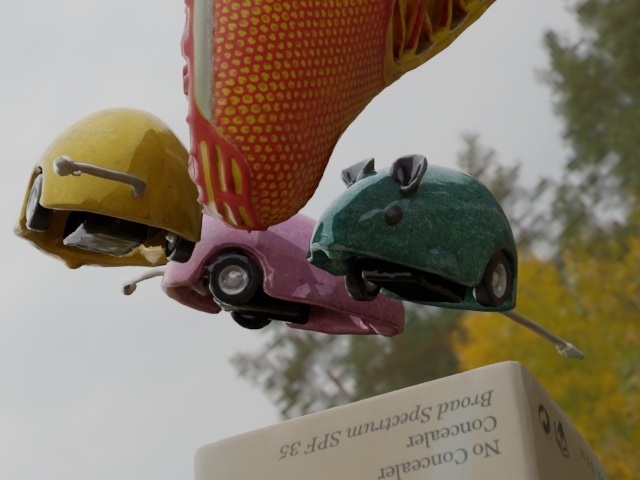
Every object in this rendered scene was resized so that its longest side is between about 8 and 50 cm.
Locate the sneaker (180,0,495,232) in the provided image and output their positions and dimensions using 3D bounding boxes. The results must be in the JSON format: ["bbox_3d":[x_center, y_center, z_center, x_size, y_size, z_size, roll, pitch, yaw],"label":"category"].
[{"bbox_3d":[0.018,-0.069,0.373,0.064,0.067,0.175,85,-158,-47],"label":"sneaker"}]

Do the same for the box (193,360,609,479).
[{"bbox_3d":[0.046,0.218,0.657,0.148,0.311,0.121,-18,-36,17],"label":"box"}]

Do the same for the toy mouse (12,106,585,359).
[{"bbox_3d":[0.000,0.000,0.434,0.161,0.143,0.031,147,134,-72],"label":"toy mouse"}]
